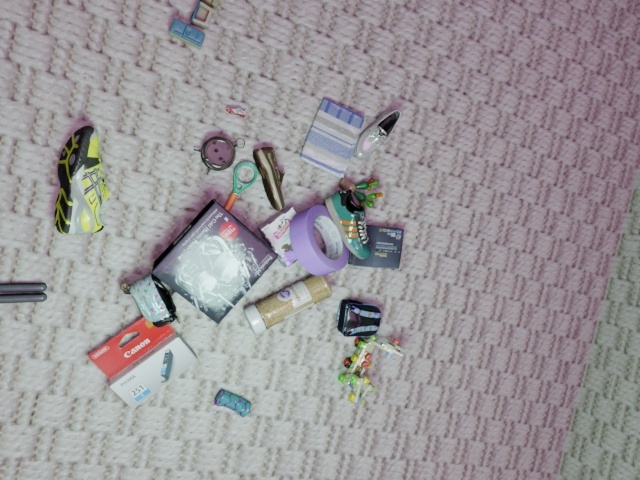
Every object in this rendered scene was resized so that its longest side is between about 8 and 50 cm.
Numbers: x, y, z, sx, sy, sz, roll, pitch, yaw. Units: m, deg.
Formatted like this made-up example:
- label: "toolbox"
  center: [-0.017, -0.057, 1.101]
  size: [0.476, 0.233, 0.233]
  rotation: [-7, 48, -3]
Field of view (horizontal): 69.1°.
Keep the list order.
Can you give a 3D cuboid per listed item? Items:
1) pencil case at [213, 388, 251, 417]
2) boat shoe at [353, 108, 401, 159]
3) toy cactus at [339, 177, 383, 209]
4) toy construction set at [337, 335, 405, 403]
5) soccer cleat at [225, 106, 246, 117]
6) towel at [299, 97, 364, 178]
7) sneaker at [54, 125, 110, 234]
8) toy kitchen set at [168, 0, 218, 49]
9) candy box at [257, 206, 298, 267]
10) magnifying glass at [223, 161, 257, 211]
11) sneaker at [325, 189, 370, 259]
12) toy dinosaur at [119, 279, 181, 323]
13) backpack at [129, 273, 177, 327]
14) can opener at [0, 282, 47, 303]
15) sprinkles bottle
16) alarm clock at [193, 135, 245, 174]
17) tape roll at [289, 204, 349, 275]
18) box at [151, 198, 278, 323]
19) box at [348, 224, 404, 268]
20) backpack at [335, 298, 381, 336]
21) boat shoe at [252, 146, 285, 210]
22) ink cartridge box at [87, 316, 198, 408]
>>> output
- label: "pencil case"
  center: [-0.356, 0.665, 1.893]
  size: [0.152, 0.064, 0.070]
  rotation: [33, 59, -18]
- label: "boat shoe"
  center: [0.248, -0.455, 1.985]
  size: [0.267, 0.088, 0.096]
  rotation: [-46, 108, -10]
- label: "toy cactus"
  center: [0.156, -0.196, 1.981]
  size: [0.181, 0.112, 0.219]
  rotation: [40, 90, -8]
- label: "toy construction set"
  center: [0.203, 0.531, 1.996]
  size: [0.327, 0.215, 0.151]
  rotation: [-47, 108, -10]
- label: "soccer cleat"
  center: [-0.328, -0.506, 1.814]
  size: [0.084, 0.029, 0.035]
  rotation: [13, 82, -23]
- label: "towel"
  center: [0.051, -0.426, 1.948]
  size: [0.210, 0.034, 0.284]
  rotation: [22, 86, -16]
- label: "sneaker"
  center: [-0.824, -0.207, 1.633]
  size: [0.147, 0.145, 0.384]
  rotation: [10, 89, -51]
- label: "toy kitchen set"
  center: [-0.446, -0.830, 1.667]
  size: [0.122, 0.166, 0.206]
  rotation: [21, 88, -20]
- label: "candy box"
  center: [-0.134, -0.015, 1.903]
  size: [0.165, 0.070, 0.196]
  rotation: [-37, 106, -13]
- label: "magnifying glass"
  center: [-0.327, -0.206, 1.843]
  size: [0.092, 0.026, 0.230]
  rotation: [29, 87, -19]
- label: "sneaker"
  center: [0.141, -0.066, 1.898]
  size: [0.121, 0.108, 0.302]
  rotation: [-25, 101, 30]
- label: "toy dinosaur"
  center: [-0.618, 0.203, 1.766]
  size: [0.268, 0.064, 0.118]
  rotation: [36, 86, -23]
- label: "backpack"
  center: [-0.597, 0.215, 1.669]
  size: [0.115, 0.152, 0.181]
  rotation: [-29, 103, -20]
- label: "can opener"
  center: [-1.094, 0.185, 1.584]
  size: [0.281, 0.093, 0.074]
  rotation: [1, 94, -24]
- label: "sprinkles bottle"
  center: [-0.132, 0.255, 1.904]
  size: [0.356, 0.121, 0.121]
  rotation: [-26, 103, -16]
- label: "alarm clock"
  center: [-0.377, -0.344, 1.796]
  size: [0.192, 0.064, 0.129]
  rotation: [-31, 104, -17]
- label: "tape roll"
  center: [0.000, 0.000, 1.858]
  size: [0.275, 0.090, 0.274]
  rotation: [32, 47, -42]
- label: "box"
  center: [-0.395, 0.073, 1.753]
  size: [0.312, 0.179, 0.343]
  rotation: [42, 85, -19]
- label: "box"
  center: [0.245, 0.027, 2.045]
  size: [0.233, 0.059, 0.183]
  rotation: [6, 94, -19]
- label: "backpack"
  center: [0.169, 0.337, 2.017]
  size: [0.174, 0.117, 0.158]
  rotation: [6, 93, -19]
- label: "boat shoe"
  center: [-0.181, -0.251, 1.855]
  size: [0.095, 0.095, 0.257]
  rotation: [-23, 102, -22]
- label: "ink cartridge box"
  center: [-0.660, 0.444, 1.746]
  size: [0.296, 0.066, 0.261]
  rotation: [-37, 116, -13]
